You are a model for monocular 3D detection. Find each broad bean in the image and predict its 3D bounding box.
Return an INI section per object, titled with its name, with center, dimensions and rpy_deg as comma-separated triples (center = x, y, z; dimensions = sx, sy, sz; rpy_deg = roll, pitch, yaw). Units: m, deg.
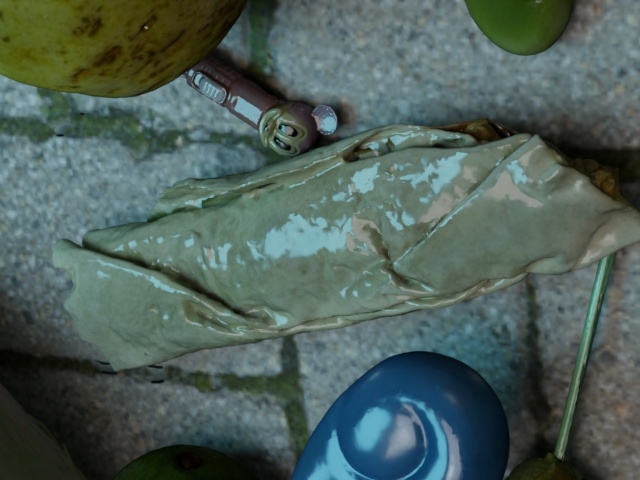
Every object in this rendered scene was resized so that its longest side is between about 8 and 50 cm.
[broad bean]
center = 0.105, -0.141, 1.039
dimensions = 0.063, 0.045, 0.083
rpy_deg = -28, 101, 34

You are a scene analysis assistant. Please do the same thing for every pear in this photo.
[pear]
center = -0.145, -0.214, 1.047
dimensions = 0.271, 0.271, 0.271
rpy_deg = 10, 112, 26

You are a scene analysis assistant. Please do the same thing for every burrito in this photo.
[burrito]
center = 0.000, 0.000, 1.121
dimensions = 0.392, 0.076, 0.117
rpy_deg = -14, 113, 33

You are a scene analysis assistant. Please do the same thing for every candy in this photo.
[candy]
center = 0.150, 0.090, 1.100
dimensions = 0.061, 0.061, 0.202
rpy_deg = 18, 107, 22

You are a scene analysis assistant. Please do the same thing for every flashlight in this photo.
[flashlight]
center = -0.042, -0.082, 1.146
dimensions = 0.110, 0.031, 0.052
rpy_deg = 33, 121, 15

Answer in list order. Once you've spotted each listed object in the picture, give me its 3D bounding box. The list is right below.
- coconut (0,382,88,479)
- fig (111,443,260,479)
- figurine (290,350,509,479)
[coconut]
center = -0.380, 0.202, 1.233
dimensions = 0.405, 0.404, 0.404
rpy_deg = 10, 112, 26
[fig]
center = -0.071, 0.209, 1.230
dimensions = 0.123, 0.123, 0.156
rpy_deg = -4, 144, 30
[figurine]
center = 0.044, 0.283, 1.105
dimensions = 0.243, 0.298, 0.416
rpy_deg = -17, 84, 26
